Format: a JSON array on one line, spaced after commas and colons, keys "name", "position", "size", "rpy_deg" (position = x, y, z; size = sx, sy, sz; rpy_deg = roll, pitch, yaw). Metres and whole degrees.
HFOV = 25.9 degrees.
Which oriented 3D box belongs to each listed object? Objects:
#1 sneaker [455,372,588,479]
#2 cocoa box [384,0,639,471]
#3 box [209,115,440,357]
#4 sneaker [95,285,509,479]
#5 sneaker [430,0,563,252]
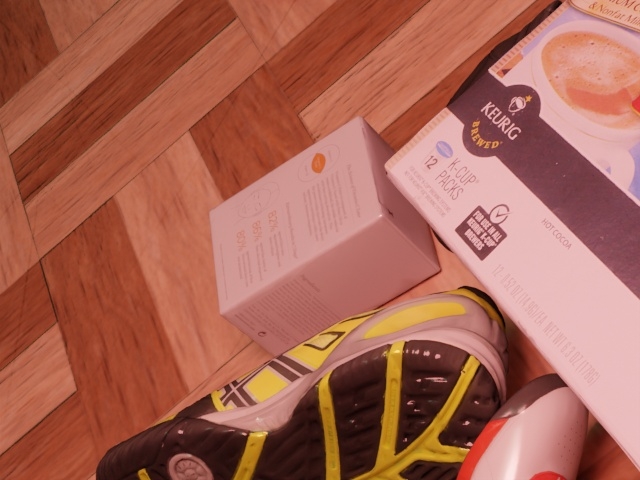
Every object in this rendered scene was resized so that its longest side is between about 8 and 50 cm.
[{"name": "sneaker", "position": [0.135, 0.227, 0.897], "size": [0.145, 0.090, 0.270], "rpy_deg": [27, 81, 49]}, {"name": "cocoa box", "position": [0.247, 0.020, 0.851], "size": [0.228, 0.231, 0.347], "rpy_deg": [-43, 39, 6]}, {"name": "box", "position": [0.000, 0.000, 1.203], "size": [0.170, 0.091, 0.130], "rpy_deg": [-31, 42, 20]}, {"name": "sneaker", "position": [-0.010, 0.152, 1.083], "size": [0.384, 0.145, 0.147], "rpy_deg": [-23, 14, 31]}, {"name": "sneaker", "position": [0.142, -0.075, 1.117], "size": [0.130, 0.109, 0.286], "rpy_deg": [-27, 19, 41]}]
